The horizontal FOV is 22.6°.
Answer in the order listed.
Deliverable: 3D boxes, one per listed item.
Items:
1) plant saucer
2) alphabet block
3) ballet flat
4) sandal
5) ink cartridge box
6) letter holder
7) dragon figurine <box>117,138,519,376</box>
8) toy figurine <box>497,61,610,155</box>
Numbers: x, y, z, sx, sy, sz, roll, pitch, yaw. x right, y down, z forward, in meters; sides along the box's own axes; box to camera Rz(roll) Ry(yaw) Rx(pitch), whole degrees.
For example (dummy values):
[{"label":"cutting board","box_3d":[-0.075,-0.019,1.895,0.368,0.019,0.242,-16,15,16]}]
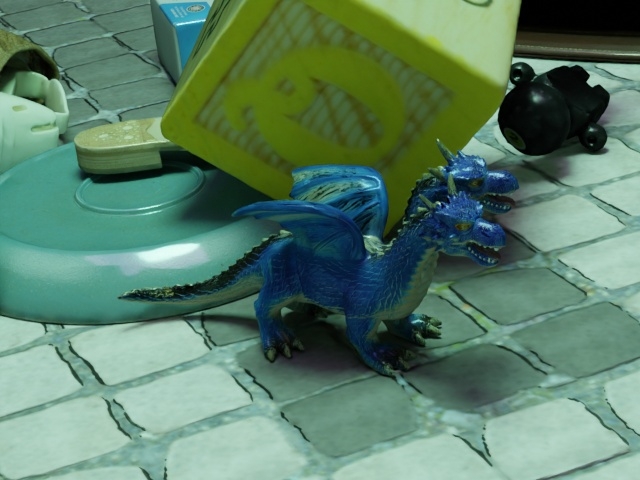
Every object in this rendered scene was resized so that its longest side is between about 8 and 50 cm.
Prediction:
[{"label":"plant saucer","box_3d":[-0.139,-0.027,1.250,0.318,0.043,0.317,-6,24,3]},{"label":"alphabet block","box_3d":[0.021,-0.149,1.181,0.192,0.193,0.197,28,41,-12]},{"label":"ballet flat","box_3d":[-0.287,-0.108,1.410,0.124,0.116,0.342,11,20,-6]},{"label":"sandal","box_3d":[-0.080,-0.115,1.280,0.240,0.079,0.088,-11,25,-11]},{"label":"ink cartridge box","box_3d":[-0.062,-0.214,1.588,0.191,0.082,0.139,-10,25,-12]},{"label":"letter holder","box_3d":[0.250,-0.282,1.585,0.302,0.152,0.214,8,30,28]},{"label":"dragon figurine","box_3d":[0.000,0.000,1.035,0.289,0.144,0.085,9,29,30]},{"label":"toy figurine","box_3d":[0.246,-0.167,1.261,0.213,0.209,0.148,6,17,28]}]
